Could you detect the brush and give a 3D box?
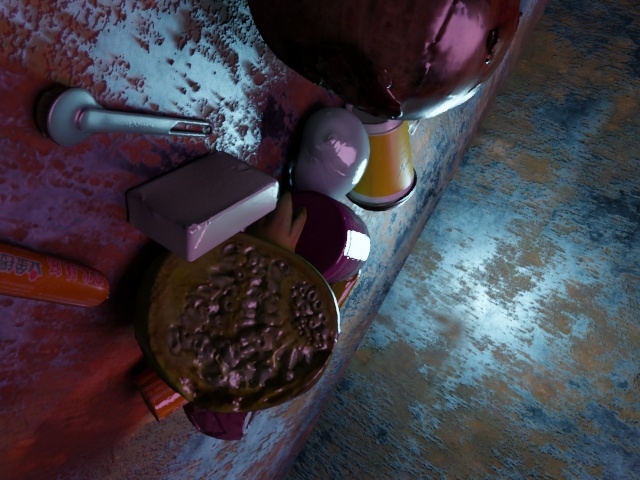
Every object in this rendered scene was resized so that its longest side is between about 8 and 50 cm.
[{"bbox_3d":[-0.215,-0.142,0.553,0.062,0.027,0.266,-67,164,18],"label":"brush"}]

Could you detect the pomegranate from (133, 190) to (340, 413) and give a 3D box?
[{"bbox_3d":[-0.123,0.099,0.753,0.216,0.310,0.358,119,-10,-63],"label":"pomegranate"}]

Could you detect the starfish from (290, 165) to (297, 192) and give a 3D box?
[{"bbox_3d":[-0.030,-0.085,1.039,0.213,0.057,0.238,-64,163,-13],"label":"starfish"}]

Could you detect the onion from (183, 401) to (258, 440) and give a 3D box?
[{"bbox_3d":[-0.198,0.300,0.963,0.207,0.201,0.200,-60,161,-16],"label":"onion"}]

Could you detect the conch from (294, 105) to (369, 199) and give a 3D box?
[{"bbox_3d":[0.023,-0.165,0.949,0.185,0.121,0.221,-28,139,-15],"label":"conch"}]

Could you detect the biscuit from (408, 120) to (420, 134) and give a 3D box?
[{"bbox_3d":[0.253,-0.391,1.239,0.283,0.064,0.432,-66,167,17],"label":"biscuit"}]

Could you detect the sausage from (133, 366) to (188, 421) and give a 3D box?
[{"bbox_3d":[-0.189,0.213,0.873,0.312,0.093,0.093,-29,146,-29],"label":"sausage"}]

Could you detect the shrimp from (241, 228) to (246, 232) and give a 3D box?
[{"bbox_3d":[-0.155,0.076,0.929,0.178,0.075,0.289,-31,145,-45],"label":"shrimp"}]

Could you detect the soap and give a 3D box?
[{"bbox_3d":[-0.161,-0.057,0.648,0.183,0.121,0.063,-39,150,-45],"label":"soap"}]

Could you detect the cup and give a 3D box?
[{"bbox_3d":[0.137,-0.212,1.107,0.196,0.196,0.279,-51,151,-26],"label":"cup"}]

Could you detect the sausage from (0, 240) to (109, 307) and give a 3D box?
[{"bbox_3d":[-0.326,0.026,0.451,0.053,0.053,0.348,-59,161,-6],"label":"sausage"}]

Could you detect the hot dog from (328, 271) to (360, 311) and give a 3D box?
[{"bbox_3d":[0.008,0.191,1.422,0.349,0.117,0.158,-61,-179,6],"label":"hot dog"}]

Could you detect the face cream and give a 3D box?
[{"bbox_3d":[0.000,0.000,0.919,0.175,0.175,0.195,-63,158,5],"label":"face cream"}]

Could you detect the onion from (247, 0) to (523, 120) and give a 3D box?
[{"bbox_3d":[0.086,-0.310,0.574,0.353,0.354,0.353,-50,158,-29],"label":"onion"}]
